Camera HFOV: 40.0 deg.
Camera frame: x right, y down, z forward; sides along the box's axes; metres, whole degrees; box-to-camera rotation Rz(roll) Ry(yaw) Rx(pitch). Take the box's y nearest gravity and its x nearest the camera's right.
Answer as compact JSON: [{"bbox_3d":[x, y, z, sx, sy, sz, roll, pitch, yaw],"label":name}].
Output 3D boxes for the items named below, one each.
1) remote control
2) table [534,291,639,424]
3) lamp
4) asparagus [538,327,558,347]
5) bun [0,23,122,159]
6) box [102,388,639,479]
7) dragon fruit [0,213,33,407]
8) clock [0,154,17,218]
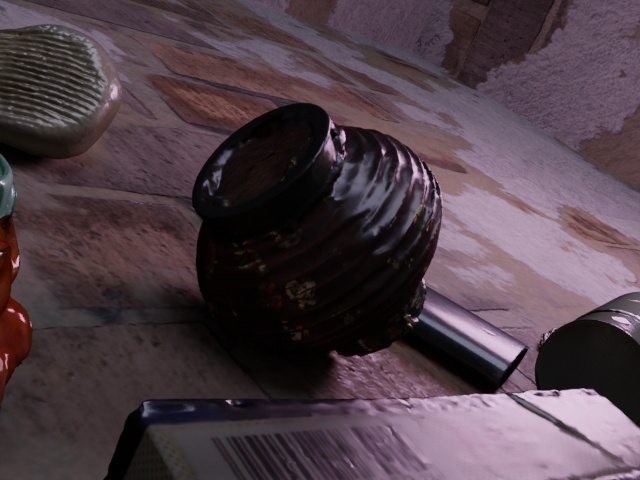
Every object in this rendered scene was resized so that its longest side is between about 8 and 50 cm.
[{"bbox_3d":[0.057,0.046,1.009,0.377,0.044,0.107,31,25,19],"label":"remote control"},{"bbox_3d":[0.339,0.134,0.993,0.126,0.126,0.220,34,22,25],"label":"table"},{"bbox_3d":[0.000,0.000,0.806,0.247,0.247,0.247,22,20,-8],"label":"lamp"},{"bbox_3d":[0.340,0.121,1.182,0.022,0.023,0.233,-17,-7,36],"label":"asparagus"},{"bbox_3d":[-0.318,-0.163,0.997,0.173,0.113,0.166,37,62,5],"label":"bun"},{"bbox_3d":[0.030,0.175,0.422,0.310,0.198,0.084,7,25,-40],"label":"box"},{"bbox_3d":[-0.273,0.003,0.496,0.224,0.227,0.224,-7,34,5],"label":"dragon fruit"},{"bbox_3d":[-0.345,-0.054,0.767,0.159,0.066,0.211,18,20,-19],"label":"clock"}]
